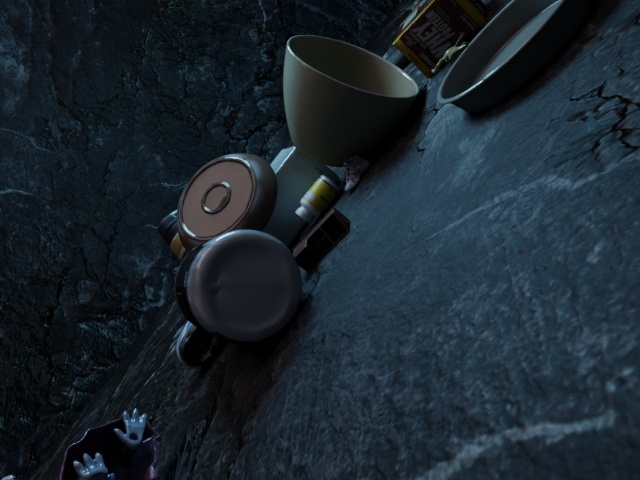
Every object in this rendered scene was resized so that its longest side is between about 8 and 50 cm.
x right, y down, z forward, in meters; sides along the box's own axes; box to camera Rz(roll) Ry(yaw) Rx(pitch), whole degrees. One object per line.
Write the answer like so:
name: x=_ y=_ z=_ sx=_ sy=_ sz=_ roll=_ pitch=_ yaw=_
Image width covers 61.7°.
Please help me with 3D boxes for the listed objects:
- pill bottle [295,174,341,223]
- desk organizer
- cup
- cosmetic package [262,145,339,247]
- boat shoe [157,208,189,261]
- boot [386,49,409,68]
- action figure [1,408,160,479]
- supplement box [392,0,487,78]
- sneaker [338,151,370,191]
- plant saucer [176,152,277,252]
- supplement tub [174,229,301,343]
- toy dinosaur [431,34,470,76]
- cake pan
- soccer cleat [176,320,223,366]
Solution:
pill bottle: x=-0.008 y=-0.100 z=1.327 sx=0.116 sy=0.065 sz=0.065 roll=-50 pitch=14 yaw=2
desk organizer: x=0.000 y=0.000 z=1.083 sx=0.130 sy=0.047 sz=0.050 roll=-46 pitch=17 yaw=21
cup: x=0.044 y=-0.325 z=1.324 sx=0.331 sy=0.331 sz=0.236 roll=-72 pitch=3 yaw=-55
cosmetic package: x=-0.142 y=-0.067 z=1.479 sx=0.385 sy=0.156 sz=0.217 roll=-52 pitch=15 yaw=-9
boat shoe: x=-0.344 y=-0.079 z=1.713 sx=0.186 sy=0.156 sz=0.500 roll=-54 pitch=-2 yaw=25
boot: x=0.261 y=-0.598 z=1.744 sx=0.209 sy=0.076 sz=0.190 roll=-22 pitch=17 yaw=50
action figure: x=-0.393 y=0.488 z=0.928 sx=0.276 sy=0.248 sz=0.370 roll=41 pitch=109 yaw=35
supplement box: x=0.305 y=-0.551 z=1.365 sx=0.191 sy=0.129 sz=0.194 roll=-41 pitch=17 yaw=34
sneaker: x=0.066 y=-0.165 z=1.251 sx=0.098 sy=0.069 sz=0.038 roll=-58 pitch=15 yaw=-28
plant saucer: x=-0.254 y=-0.100 z=1.371 sx=0.311 sy=0.050 sz=0.310 roll=-12 pitch=63 yaw=24
supplement tub: x=-0.182 y=0.093 z=1.083 sx=0.207 sy=0.207 sz=0.338 roll=-55 pitch=15 yaw=-16
toy dinosaur: x=0.276 y=-0.387 z=1.124 sx=0.092 sy=0.053 sz=0.183 roll=-64 pitch=-11 yaw=27
cake pan: x=0.320 y=-0.328 z=0.897 sx=0.293 sy=0.054 sz=0.293 roll=-47 pitch=14 yaw=16
soccer cleat: x=-0.245 y=0.155 z=1.313 sx=0.331 sy=0.116 sz=0.143 roll=-55 pitch=15 yaw=-16
